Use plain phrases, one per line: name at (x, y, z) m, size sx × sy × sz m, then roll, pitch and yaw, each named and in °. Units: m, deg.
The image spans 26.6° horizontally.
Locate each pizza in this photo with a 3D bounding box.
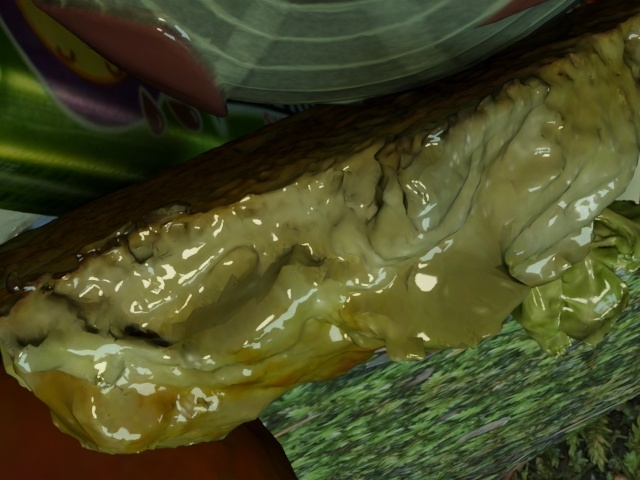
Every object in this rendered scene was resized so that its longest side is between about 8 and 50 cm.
pizza at (0.000, 0.000, 0.470) m, size 0.324 × 0.089 × 0.223 m, roll -20°, pitch -167°, yaw 16°

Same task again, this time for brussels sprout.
brussels sprout at (0.096, 0.008, 0.565) m, size 0.085 × 0.058 × 0.085 m, roll -49°, pitch -177°, yaw 3°

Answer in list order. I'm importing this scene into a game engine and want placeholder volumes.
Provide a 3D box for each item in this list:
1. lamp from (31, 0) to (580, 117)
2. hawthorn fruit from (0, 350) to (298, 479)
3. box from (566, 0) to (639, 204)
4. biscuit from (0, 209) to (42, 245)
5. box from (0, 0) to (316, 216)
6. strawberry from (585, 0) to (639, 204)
lamp at (0.004, -0.153, 0.392) m, size 0.265 × 0.233 × 0.233 m, roll -20°, pitch 164°, yaw 24°
hawthorn fruit at (-0.200, 0.283, 1.012) m, size 0.472 × 0.471 × 0.472 m, roll -23°, pitch 160°, yaw -9°
box at (0.067, -0.091, 0.664) m, size 0.095 × 0.212 × 0.168 m, roll -26°, pitch 160°, yaw 0°
biscuit at (-0.233, -0.017, 0.745) m, size 0.265 × 0.040 × 0.188 m, roll -35°, pitch 156°, yaw 25°
box at (-0.076, -0.069, 0.666) m, size 0.097 × 0.134 × 0.345 m, roll -32°, pitch 159°, yaw 24°
strawberry at (0.125, -0.084, 0.834) m, size 0.245 × 0.205 × 0.205 m, roll -6°, pitch 166°, yaw 18°
